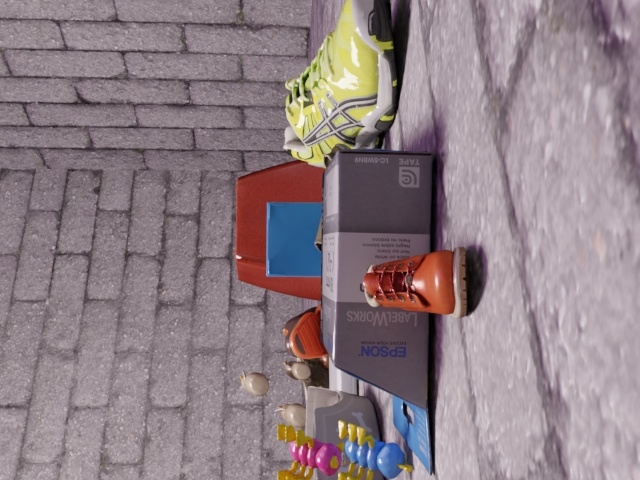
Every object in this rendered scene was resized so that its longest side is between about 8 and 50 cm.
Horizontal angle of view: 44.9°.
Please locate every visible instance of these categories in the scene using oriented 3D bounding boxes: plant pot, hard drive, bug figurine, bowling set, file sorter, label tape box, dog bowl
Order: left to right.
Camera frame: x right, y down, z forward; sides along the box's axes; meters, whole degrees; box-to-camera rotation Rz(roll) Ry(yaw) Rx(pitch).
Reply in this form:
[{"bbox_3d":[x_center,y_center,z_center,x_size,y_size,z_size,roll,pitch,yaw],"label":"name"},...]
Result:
[{"bbox_3d":[-0.060,-0.022,1.640,0.267,0.236,0.267,105,166,-73],"label":"plant pot"},{"bbox_3d":[-0.017,0.333,1.717,0.200,0.287,0.154,-46,1,-15],"label":"bowling set"},{"bbox_3d":[0.000,0.000,1.275,0.104,0.170,0.118,99,171,-88],"label":"file sorter"},{"bbox_3d":[0.025,0.346,0.985,0.216,0.072,0.278,12,102,44],"label":"bug figurine"},{"bbox_3d":[0.032,0.404,1.231,0.349,0.102,0.348,-179,90,-86],"label":"dog bowl"},{"bbox_3d":[0.043,0.253,1.524,0.203,0.040,0.307,107,163,-76],"label":"hard drive"},{"bbox_3d":[0.056,0.074,0.899,0.240,0.106,0.333,166,105,-86],"label":"label tape box"}]

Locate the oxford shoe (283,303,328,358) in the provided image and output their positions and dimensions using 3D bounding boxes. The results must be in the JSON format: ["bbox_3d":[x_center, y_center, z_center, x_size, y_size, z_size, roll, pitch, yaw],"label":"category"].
[{"bbox_3d":[-0.034,0.205,1.665,0.096,0.098,0.271,69,-163,0],"label":"oxford shoe"}]

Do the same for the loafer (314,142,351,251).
[{"bbox_3d":[0.034,-0.016,1.100,0.094,0.088,0.251,112,147,-79],"label":"loafer"}]

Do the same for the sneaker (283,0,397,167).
[{"bbox_3d":[0.023,-0.206,1.111,0.384,0.147,0.145,100,171,-61],"label":"sneaker"}]

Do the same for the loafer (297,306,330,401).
[{"bbox_3d":[-0.011,0.293,1.843,0.092,0.102,0.268,138,132,-77],"label":"loafer"}]

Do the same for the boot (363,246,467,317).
[{"bbox_3d":[0.083,0.040,0.688,0.158,0.085,0.059,120,152,-79],"label":"boot"}]
